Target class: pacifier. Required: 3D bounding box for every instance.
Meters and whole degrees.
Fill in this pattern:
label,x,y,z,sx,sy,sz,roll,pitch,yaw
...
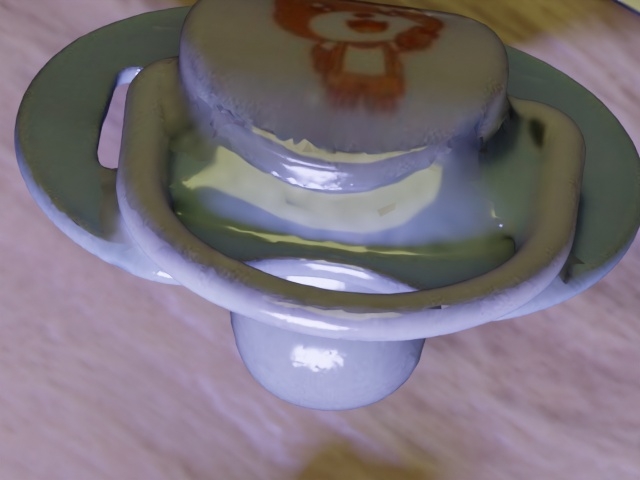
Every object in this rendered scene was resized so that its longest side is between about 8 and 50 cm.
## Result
label,x,y,z,sx,sy,sz,roll,pitch,yaw
pacifier,0.000,0.000,0.898,0.279,0.227,0.207,7,133,0

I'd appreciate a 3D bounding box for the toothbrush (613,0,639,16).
label,x,y,z,sx,sy,sz,roll,pitch,yaw
toothbrush,0.081,-0.146,0.949,0.194,0.014,0.017,24,93,-2
